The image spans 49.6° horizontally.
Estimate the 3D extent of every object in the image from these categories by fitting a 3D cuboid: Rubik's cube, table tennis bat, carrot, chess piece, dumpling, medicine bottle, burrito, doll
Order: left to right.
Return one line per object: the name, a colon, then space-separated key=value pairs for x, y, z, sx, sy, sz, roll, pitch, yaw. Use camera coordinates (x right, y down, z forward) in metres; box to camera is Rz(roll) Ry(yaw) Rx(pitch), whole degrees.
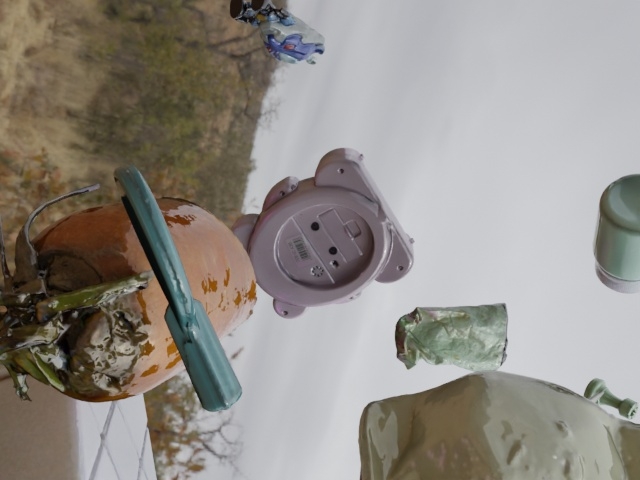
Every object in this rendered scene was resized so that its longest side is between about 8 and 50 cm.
Rubik's cube: x=-0.391 y=0.305 z=0.850 sx=0.322 sy=0.315 sz=0.319 roll=79 pitch=-6 yaw=-62
carrot: x=-0.201 y=0.052 z=0.706 sx=0.331 sy=0.193 sz=0.214 roll=-32 pitch=125 yaw=-65
table tennis bat: x=-0.111 y=0.038 z=0.524 sx=0.201 sy=0.033 sz=0.124 roll=67 pitch=-16 yaw=-7
doll: x=-0.053 y=-0.301 z=1.004 sx=0.195 sy=0.096 sz=0.070 roll=23 pitch=74 yaw=-60
burrito: x=0.262 y=0.191 z=1.398 sx=0.089 sy=0.228 sz=0.144 roll=-159 pitch=-107 yaw=-80
dumpling: x=0.239 y=0.323 z=0.857 sx=0.233 sy=0.394 sz=0.316 roll=86 pitch=9 yaw=-53
chess piece: x=0.639 y=0.351 z=1.520 sx=0.103 sy=0.067 sz=0.067 roll=23 pitch=-79 yaw=45
medicine bottle: x=0.587 y=-0.007 z=1.301 sx=0.225 sy=0.139 sz=0.139 roll=68 pitch=23 yaw=-52

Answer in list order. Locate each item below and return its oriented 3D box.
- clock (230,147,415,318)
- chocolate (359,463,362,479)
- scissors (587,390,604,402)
clock: x=0.000 y=0.000 z=1.413 sx=0.322 sy=0.296 sz=0.113 roll=-28 pitch=-161 yaw=15
chocolate: x=0.112 y=0.447 z=1.105 sx=0.161 sy=0.083 sz=0.261 roll=-11 pitch=-127 yaw=30
scissors: x=0.413 y=0.264 z=1.091 sx=0.014 sy=0.119 sz=0.058 roll=3 pitch=-73 yaw=49
